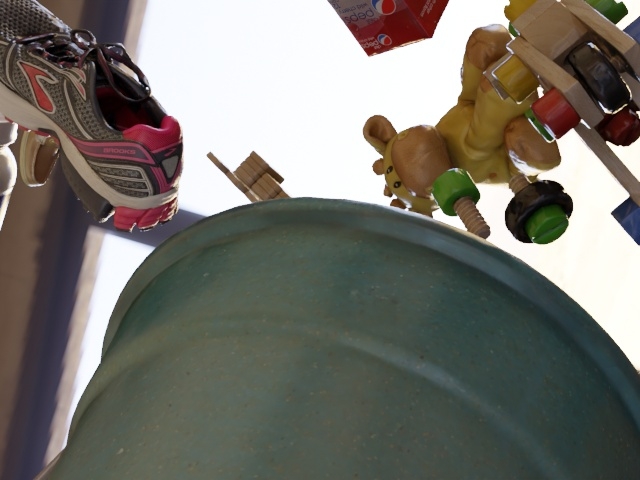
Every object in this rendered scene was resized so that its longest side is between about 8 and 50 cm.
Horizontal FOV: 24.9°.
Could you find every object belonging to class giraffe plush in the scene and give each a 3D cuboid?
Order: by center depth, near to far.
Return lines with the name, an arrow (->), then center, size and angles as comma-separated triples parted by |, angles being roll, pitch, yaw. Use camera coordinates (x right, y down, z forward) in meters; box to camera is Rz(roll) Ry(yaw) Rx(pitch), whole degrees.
giraffe plush -> 0.136, -0.096, 1.472 | 0.210, 0.170, 0.181 | 69, -179, -59

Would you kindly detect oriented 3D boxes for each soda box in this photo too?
soda box -> 0.101, -0.310, 1.474 | 0.092, 0.083, 0.263 | 50, -131, -29

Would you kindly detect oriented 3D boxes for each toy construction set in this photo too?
toy construction set -> 0.236, -0.171, 1.201 | 0.309, 0.257, 0.237 | -54, 47, 29

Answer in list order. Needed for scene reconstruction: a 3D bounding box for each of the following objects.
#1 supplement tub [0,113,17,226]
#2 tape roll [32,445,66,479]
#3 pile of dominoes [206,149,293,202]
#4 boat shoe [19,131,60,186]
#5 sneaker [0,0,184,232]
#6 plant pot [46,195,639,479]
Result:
supplement tub -> -0.536, -0.039, 1.884 | 0.241, 0.241, 0.331 | -41, -27, -74
tape roll -> -0.214, 0.231, 1.047 | 0.219, 0.072, 0.219 | -45, 1, 1
pile of dominoes -> 0.000, 0.000, 1.515 | 0.040, 0.251, 0.196 | -46, -24, 2
boat shoe -> -0.296, -0.124, 1.611 | 0.050, 0.045, 0.135 | 27, -103, -66
sneaker -> -0.219, -0.146, 1.333 | 0.121, 0.299, 0.112 | -27, -30, -37
plant pot -> -0.025, 0.207, 0.690 | 0.334, 0.341, 0.341 | -57, -19, -52
